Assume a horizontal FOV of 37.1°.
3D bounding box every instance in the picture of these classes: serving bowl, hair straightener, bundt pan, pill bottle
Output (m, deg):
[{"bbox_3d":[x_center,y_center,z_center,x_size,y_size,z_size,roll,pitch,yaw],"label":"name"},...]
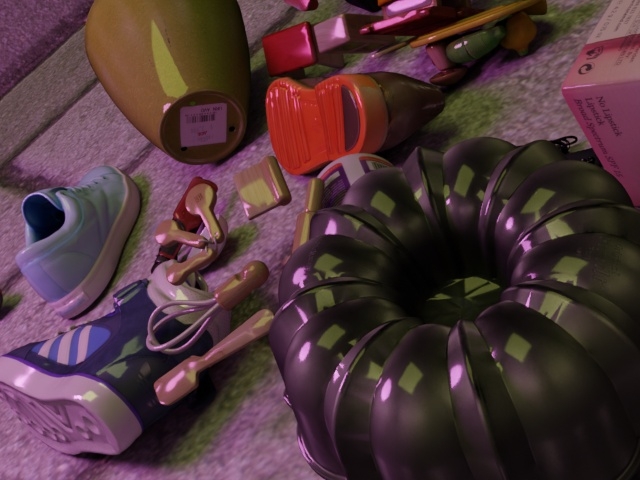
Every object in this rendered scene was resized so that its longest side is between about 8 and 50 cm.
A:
[{"bbox_3d":[-0.145,0.007,1.254,0.083,0.027,0.083,-52,15,20],"label":"serving bowl"},{"bbox_3d":[-0.196,0.012,1.308,0.230,0.047,0.089,-79,14,-48],"label":"hair straightener"},{"bbox_3d":[0.105,0.045,0.717,0.330,0.124,0.331,-15,44,15],"label":"bundt pan"},{"bbox_3d":[0.054,-0.003,0.966,0.108,0.108,0.193,-33,29,10],"label":"pill bottle"}]

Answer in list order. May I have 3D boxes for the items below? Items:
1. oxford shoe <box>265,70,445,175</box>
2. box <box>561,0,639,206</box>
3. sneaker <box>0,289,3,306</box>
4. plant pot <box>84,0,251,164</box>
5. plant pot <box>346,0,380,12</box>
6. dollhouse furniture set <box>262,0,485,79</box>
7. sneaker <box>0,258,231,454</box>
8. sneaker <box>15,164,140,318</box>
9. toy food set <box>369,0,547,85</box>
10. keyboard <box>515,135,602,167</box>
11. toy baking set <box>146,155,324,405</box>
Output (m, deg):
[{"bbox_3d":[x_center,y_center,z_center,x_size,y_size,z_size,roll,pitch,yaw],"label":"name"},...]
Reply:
[{"bbox_3d":[0.030,-0.157,1.246,0.132,0.130,0.363,-13,12,-23],"label":"oxford shoe"},{"bbox_3d":[0.340,-0.120,0.762,0.232,0.148,0.127,1,48,50],"label":"box"},{"bbox_3d":[-0.625,0.096,1.618,0.276,0.097,0.135,-18,37,35],"label":"sneaker"},{"bbox_3d":[-0.223,-0.260,1.536,0.275,0.275,0.293,-34,43,8],"label":"plant pot"},{"bbox_3d":[0.073,-0.492,1.590,0.188,0.167,0.187,-40,29,-1],"label":"plant pot"},{"bbox_3d":[0.036,-0.368,1.369,0.374,0.201,0.152,-9,2,41],"label":"dollhouse furniture set"},{"bbox_3d":[-0.232,0.125,1.114,0.323,0.130,0.236,-5,35,51],"label":"sneaker"},{"bbox_3d":[-0.382,-0.045,1.487,0.135,0.150,0.366,-30,29,13],"label":"sneaker"},{"bbox_3d":[0.189,-0.245,1.216,0.218,0.071,0.128,-12,14,36],"label":"toy food set"},{"bbox_3d":[0.191,-0.065,0.971,0.192,0.038,0.100,-13,37,38],"label":"keyboard"},{"bbox_3d":[-0.086,0.038,0.953,0.196,0.030,0.256,-9,64,26],"label":"toy baking set"}]
